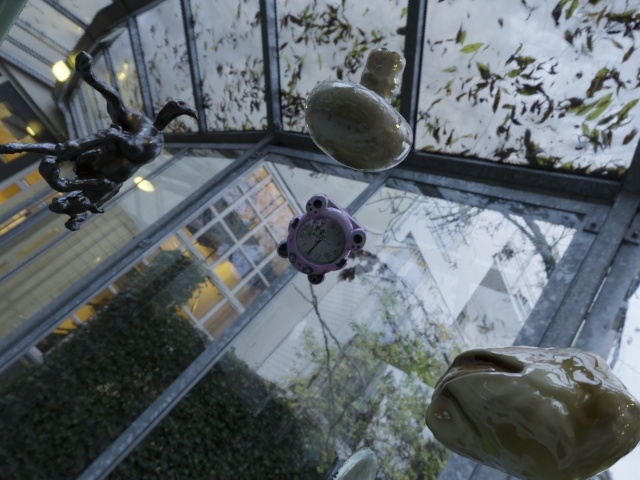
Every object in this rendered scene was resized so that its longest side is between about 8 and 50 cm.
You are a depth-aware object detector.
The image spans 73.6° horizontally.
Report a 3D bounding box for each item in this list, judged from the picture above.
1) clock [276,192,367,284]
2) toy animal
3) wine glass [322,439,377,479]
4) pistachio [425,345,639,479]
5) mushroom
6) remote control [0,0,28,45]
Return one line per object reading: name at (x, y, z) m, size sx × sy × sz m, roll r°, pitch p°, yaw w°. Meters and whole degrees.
clock at (0.000, 0.000, 1.347) m, size 0.228 × 0.247 × 0.090 m, roll 41°, pitch 13°, yaw -1°
toy animal at (-0.266, -0.109, 0.518) m, size 0.084 × 0.233 × 0.148 m, roll 54°, pitch 12°, yaw 16°
wine glass at (0.139, 0.395, 0.450) m, size 0.357 × 0.190 × 0.190 m, roll 22°, pitch -35°, yaw 34°
pistachio at (0.426, 0.366, 0.909) m, size 0.365 × 0.281 × 0.445 m, roll 39°, pitch -43°, yaw -10°
mushroom at (0.070, -0.230, 0.785) m, size 0.207 × 0.208 × 0.206 m, roll 4°, pitch -15°, yaw 1°
remote control at (-0.262, -0.213, 0.317) m, size 0.310 × 0.090 × 0.038 m, roll -34°, pitch -115°, yaw 24°
